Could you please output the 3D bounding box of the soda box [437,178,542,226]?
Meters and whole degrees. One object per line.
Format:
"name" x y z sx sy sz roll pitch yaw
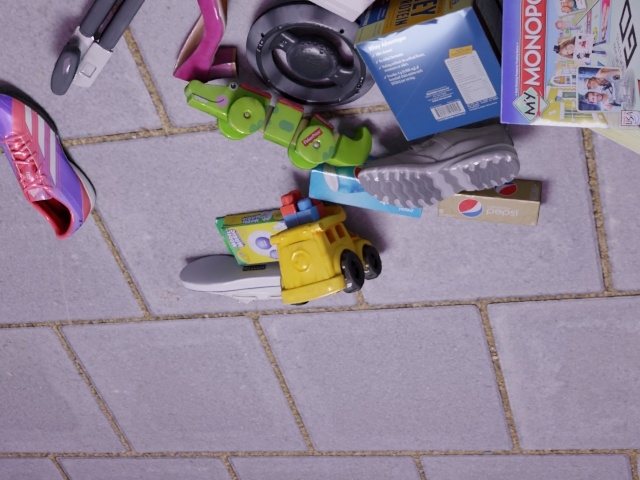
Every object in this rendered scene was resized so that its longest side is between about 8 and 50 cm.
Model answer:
"soda box" 0.304 -0.074 1.984 0.181 0.058 0.061 7 134 10

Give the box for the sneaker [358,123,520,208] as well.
"sneaker" 0.204 -0.135 1.912 0.281 0.115 0.105 -8 140 15

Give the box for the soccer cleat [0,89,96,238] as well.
"soccer cleat" -0.543 -0.144 2.105 0.108 0.116 0.318 -11 130 24

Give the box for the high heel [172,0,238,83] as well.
"high heel" -0.208 -0.359 1.833 0.117 0.082 0.244 -2 146 4

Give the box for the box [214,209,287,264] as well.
"box" -0.116 -0.007 2.176 0.179 0.043 0.105 -6 131 22

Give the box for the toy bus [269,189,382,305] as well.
"toy bus" 0.000 0.000 2.075 0.149 0.220 0.212 -17 94 27

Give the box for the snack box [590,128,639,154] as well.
"snack box" 0.509 -0.214 1.742 0.321 0.060 0.187 25 161 -10

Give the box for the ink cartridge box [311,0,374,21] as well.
"ink cartridge box" 0.002 -0.465 1.613 0.296 0.066 0.261 21 151 -25

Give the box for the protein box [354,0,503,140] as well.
"protein box" 0.193 -0.296 1.743 0.199 0.136 0.201 -14 128 27

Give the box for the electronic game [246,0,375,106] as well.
"electronic game" -0.012 -0.309 1.848 0.229 0.048 0.229 8 142 6

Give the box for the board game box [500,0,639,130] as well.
"board game box" 0.371 -0.323 1.589 0.213 0.046 0.317 5 108 22

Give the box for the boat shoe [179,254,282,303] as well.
"boat shoe" -0.152 0.085 2.244 0.267 0.096 0.088 -6 127 9

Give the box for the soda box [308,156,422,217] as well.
"soda box" 0.088 -0.105 2.006 0.210 0.067 0.071 10 135 4

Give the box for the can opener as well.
"can opener" -0.379 -0.348 1.878 0.076 0.095 0.283 32 133 -16

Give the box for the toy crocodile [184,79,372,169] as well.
"toy crocodile" -0.073 -0.205 1.909 0.340 0.105 0.115 22 173 -9
